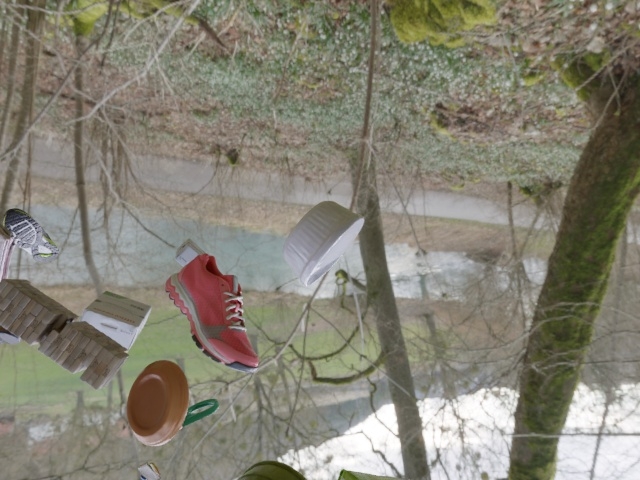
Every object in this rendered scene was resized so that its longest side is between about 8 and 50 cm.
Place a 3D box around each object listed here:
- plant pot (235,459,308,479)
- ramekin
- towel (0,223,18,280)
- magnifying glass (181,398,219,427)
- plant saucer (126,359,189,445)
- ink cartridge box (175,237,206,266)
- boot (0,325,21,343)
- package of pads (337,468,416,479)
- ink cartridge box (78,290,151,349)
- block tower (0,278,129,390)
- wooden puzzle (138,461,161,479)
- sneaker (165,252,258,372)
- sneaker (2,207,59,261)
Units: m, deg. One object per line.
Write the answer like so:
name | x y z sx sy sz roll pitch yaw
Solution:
plant pot | -0.209 0.825 1.074 0.366 0.367 0.353 -16 169 31
ramekin | 0.000 0.000 1.278 0.273 0.127 0.273 -47 168 -13
towel | -1.092 0.035 1.316 0.317 0.331 0.053 -62 164 20
magnifying glass | -0.376 0.499 1.166 0.092 0.026 0.231 -13 -178 29
plant saucer | -0.409 0.396 1.030 0.199 0.200 0.037 -14 157 25
ink cartridge box | -0.578 0.083 1.917 0.087 0.153 0.208 -45 -161 -5
boot | -0.845 0.212 1.108 0.219 0.106 0.082 -2 139 19
package of pads | 0.160 0.432 0.556 0.229 0.101 0.296 23 173 -25
ink cartridge box | -0.641 0.249 1.313 0.160 0.093 0.219 23 -177 -13
block tower | -0.633 0.224 1.014 0.335 0.097 0.091 35 171 1
wooden puzzle | -0.550 0.749 1.352 0.116 0.079 0.014 -29 -173 32
sneaker | -0.219 0.144 0.911 0.136 0.314 0.116 -47 151 3
sneaker | -1.095 -0.030 1.562 0.111 0.121 0.300 -36 161 -27
